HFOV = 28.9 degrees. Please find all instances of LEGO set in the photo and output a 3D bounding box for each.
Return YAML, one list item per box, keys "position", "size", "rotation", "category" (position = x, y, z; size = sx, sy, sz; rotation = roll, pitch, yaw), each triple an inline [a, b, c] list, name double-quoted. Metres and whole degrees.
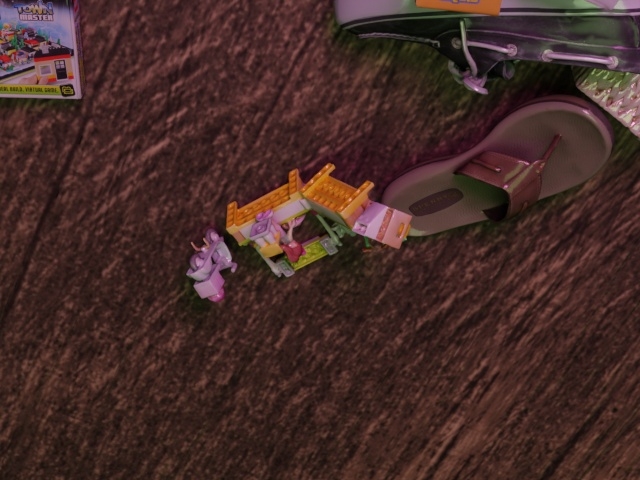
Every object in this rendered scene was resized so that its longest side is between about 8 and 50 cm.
- position: [0.000, 0.000, 1.325]
  size: [0.287, 0.132, 0.107]
  rotation: [-12, 129, 35]
  category: "LEGO set"

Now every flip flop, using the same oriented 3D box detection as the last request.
- position: [0.178, -0.059, 1.281]
  size: [0.277, 0.080, 0.112]
  rotation: [-22, 121, 31]
  category: "flip flop"

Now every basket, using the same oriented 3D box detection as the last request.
- position: [0.331, -0.197, 1.205]
  size: [0.103, 0.113, 0.167]
  rotation: [32, 118, -12]
  category: "basket"

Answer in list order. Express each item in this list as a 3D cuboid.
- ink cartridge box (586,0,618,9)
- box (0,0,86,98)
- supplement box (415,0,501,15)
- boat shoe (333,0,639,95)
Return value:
- position: [0.233, -0.323, 1.068]
  size: [0.092, 0.219, 0.160]
  rotation: [22, 121, -15]
  category: "ink cartridge box"
- position: [-0.348, -0.204, 1.265]
  size: [0.206, 0.036, 0.114]
  rotation: [1, 122, 1]
  category: "box"
- position: [0.117, -0.278, 1.088]
  size: [0.078, 0.233, 0.080]
  rotation: [6, 122, -2]
  category: "supplement box"
- position: [0.158, -0.192, 1.172]
  size: [0.306, 0.113, 0.105]
  rotation: [2, 102, 18]
  category: "boat shoe"
